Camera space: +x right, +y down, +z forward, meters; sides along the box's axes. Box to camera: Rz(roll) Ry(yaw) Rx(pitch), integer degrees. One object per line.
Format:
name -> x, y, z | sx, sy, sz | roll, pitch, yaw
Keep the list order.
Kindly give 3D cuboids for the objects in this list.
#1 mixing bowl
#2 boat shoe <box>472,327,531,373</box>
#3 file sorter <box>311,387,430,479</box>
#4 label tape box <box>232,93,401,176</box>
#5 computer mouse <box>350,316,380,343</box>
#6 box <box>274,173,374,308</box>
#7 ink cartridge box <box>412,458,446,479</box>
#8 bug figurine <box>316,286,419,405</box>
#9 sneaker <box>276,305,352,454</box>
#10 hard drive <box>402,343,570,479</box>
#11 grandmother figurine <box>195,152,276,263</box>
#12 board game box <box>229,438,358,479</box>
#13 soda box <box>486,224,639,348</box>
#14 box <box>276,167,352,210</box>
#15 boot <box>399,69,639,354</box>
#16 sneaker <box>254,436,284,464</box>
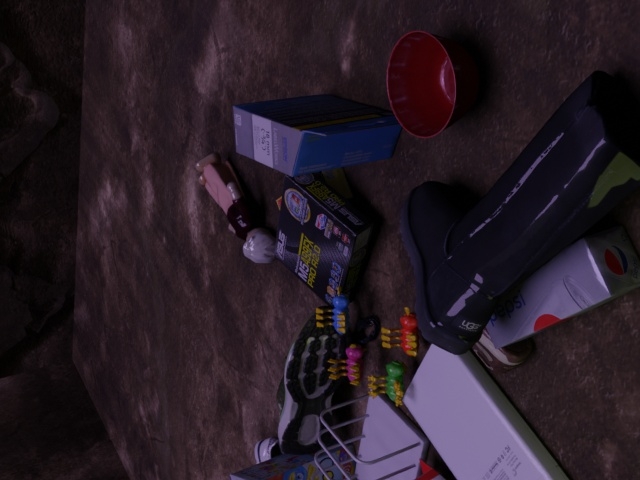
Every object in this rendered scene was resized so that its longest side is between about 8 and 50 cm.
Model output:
mixing bowl -> 0.206, -0.273, 1.475 | 0.181, 0.098, 0.181 | 31, 128, 50
boat shoe -> 0.266, 0.129, 1.545 | 0.257, 0.095, 0.095 | 59, 151, 27
file sorter -> 0.093, 0.507, 1.895 | 0.193, 0.173, 0.277 | 42, 136, 44
label tape box -> 0.011, -0.202, 1.680 | 0.334, 0.241, 0.105 | 27, 124, 52
computer mouse -> 0.063, 0.210, 1.967 | 0.242, 0.041, 0.071 | -22, 91, 52
box -> 0.000, 0.000, 1.877 | 0.216, 0.060, 0.270 | 41, 144, 24
ink cartridge box -> 0.247, 0.554, 1.712 | 0.231, 0.078, 0.134 | 34, 145, 55
bug figurine -> 0.110, 0.220, 1.794 | 0.279, 0.072, 0.216 | 14, 108, 43
sneaker -> -0.044, 0.303, 2.004 | 0.182, 0.158, 0.410 | -122, 38, -51
hard drive -> 0.299, 0.372, 1.629 | 0.353, 0.047, 0.233 | 54, 143, 31
grandmother figurine -> -0.213, -0.078, 2.245 | 0.342, 0.104, 0.208 | 54, 170, 27
board game box -> -0.054, 0.592, 2.065 | 0.144, 0.275, 0.142 | -8, 95, 59
soda box -> 0.370, 0.080, 1.355 | 0.286, 0.091, 0.098 | -41, 67, 56
box -> -0.017, -0.095, 1.946 | 0.232, 0.058, 0.087 | -28, 79, 59
boot -> 0.298, -0.089, 1.330 | 0.367, 0.146, 0.445 | -95, 27, -44
sneaker -> -0.115, 0.663, 2.385 | 0.095, 0.090, 0.235 | -25, 82, 49
